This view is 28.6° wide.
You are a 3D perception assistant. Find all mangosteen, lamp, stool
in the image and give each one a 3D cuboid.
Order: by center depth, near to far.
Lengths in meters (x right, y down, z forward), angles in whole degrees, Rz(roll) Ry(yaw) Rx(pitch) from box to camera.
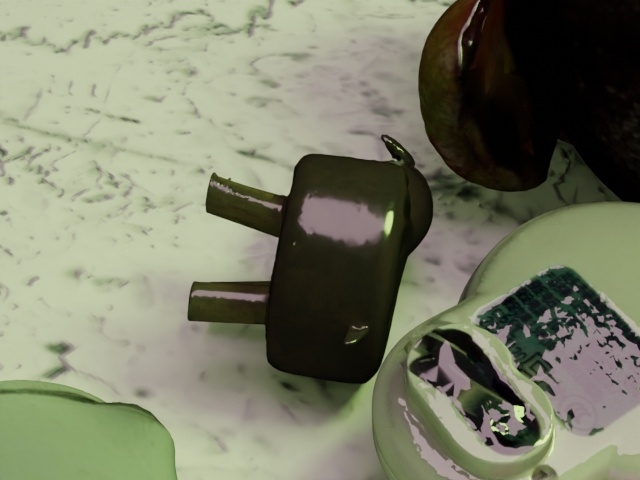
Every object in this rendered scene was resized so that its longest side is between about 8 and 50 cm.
[{"bbox_3d":[0.139,0.076,0.660,0.246,0.108,0.179,-23,50,-22],"label":"lamp"},{"bbox_3d":[0.000,0.000,0.728,0.121,0.125,0.217,9,29,6],"label":"stool"},{"bbox_3d":[0.254,-0.178,0.803,0.435,0.382,0.382,6,37,20],"label":"mangosteen"}]

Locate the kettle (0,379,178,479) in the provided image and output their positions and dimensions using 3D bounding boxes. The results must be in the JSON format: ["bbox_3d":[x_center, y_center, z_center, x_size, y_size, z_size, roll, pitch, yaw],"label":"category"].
[{"bbox_3d":[-0.080,0.236,0.392,0.205,0.265,0.318,13,24,-49],"label":"kettle"}]
